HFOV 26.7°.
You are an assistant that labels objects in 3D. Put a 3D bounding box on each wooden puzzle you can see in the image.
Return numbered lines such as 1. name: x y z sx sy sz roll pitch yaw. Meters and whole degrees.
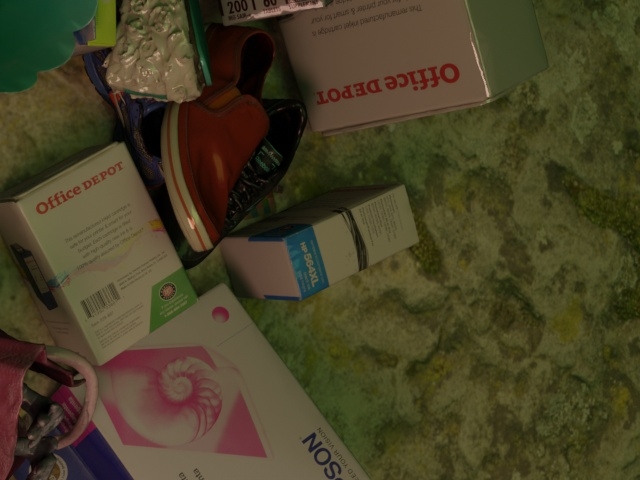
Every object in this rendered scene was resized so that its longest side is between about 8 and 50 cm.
1. wooden puzzle: -0.081 -0.055 1.723 0.083 0.006 0.049 -16 98 -35

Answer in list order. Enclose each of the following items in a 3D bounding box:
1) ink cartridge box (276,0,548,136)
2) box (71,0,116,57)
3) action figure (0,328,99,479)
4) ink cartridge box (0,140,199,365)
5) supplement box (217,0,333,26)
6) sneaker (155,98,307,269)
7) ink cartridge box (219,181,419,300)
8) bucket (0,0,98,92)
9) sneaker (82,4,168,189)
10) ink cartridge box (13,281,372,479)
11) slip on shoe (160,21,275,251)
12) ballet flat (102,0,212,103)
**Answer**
1. ink cartridge box: 0.082 -0.353 1.665 0.166 0.285 0.395 -30 107 -47
2. box: -0.274 -0.258 1.477 0.042 0.178 0.109 -2 91 -38
3. action figure: -0.412 0.092 1.350 0.370 0.276 0.248 30 110 6
4. ink cartridge box: -0.258 0.013 1.538 0.154 0.093 0.212 -34 110 -32
5. supplement box: -0.072 -0.384 1.581 0.073 0.130 0.239 -58 137 -70
6. sneaker: -0.109 -0.078 1.640 0.101 0.106 0.267 42 66 -22
7. ink cartridge box: 0.000 0.000 1.694 0.203 0.148 0.086 -24 103 -34
8. bucket: -0.374 -0.291 1.339 0.281 0.183 0.281 -22 122 -40
9. sneaker: -0.209 -0.171 1.579 0.083 0.087 0.221 -25 102 -35
10. ink cartridge box: -0.147 0.261 1.544 0.330 0.071 0.324 -34 83 -30
11. slip on shoe: -0.114 -0.131 1.561 0.123 0.101 0.331 67 24 -47
12. ballet flat: -0.205 -0.342 1.535 0.147 0.147 0.409 12 61 -36
